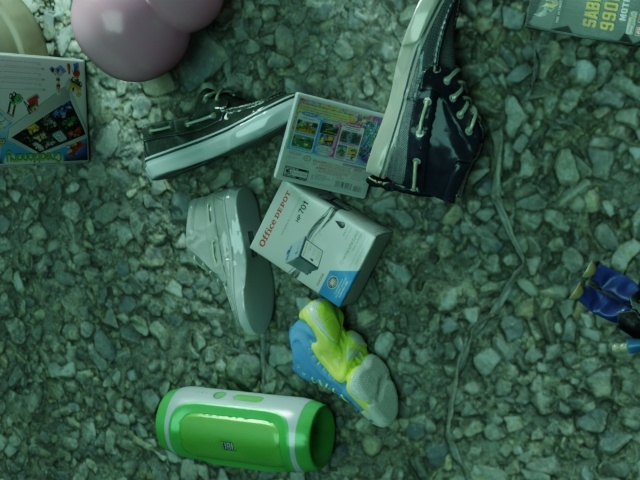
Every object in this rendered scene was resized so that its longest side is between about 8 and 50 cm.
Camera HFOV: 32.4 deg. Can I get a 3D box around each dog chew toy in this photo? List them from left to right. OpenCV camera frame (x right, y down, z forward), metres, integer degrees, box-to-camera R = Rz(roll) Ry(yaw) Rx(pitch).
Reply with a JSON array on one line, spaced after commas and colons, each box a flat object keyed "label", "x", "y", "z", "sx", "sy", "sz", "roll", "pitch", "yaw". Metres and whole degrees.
[{"label": "dog chew toy", "x": -0.257, "y": -0.418, "z": 1.835, "sx": 0.332, "sy": 0.206, "sz": 0.207, "roll": -39, "pitch": 79, "yaw": 16}]

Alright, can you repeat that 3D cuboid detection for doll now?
[{"label": "doll", "x": 0.466, "y": 0.110, "z": 1.628, "sx": 0.189, "sy": 0.046, "sz": 0.129, "roll": 31, "pitch": 98, "yaw": 13}]

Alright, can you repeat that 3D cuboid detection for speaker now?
[{"label": "speaker", "x": -0.131, "y": 0.322, "z": 1.887, "sx": 0.296, "sy": 0.131, "sz": 0.131, "roll": 2, "pitch": 96, "yaw": 25}]

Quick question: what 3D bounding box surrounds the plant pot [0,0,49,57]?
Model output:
[{"label": "plant pot", "x": -0.696, "y": -0.301, "z": 1.972, "sx": 0.323, "sy": 0.280, "sz": 0.323, "roll": 8, "pitch": 109, "yaw": 24}]

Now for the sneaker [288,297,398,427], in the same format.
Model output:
[{"label": "sneaker", "x": 0.031, "y": 0.216, "z": 1.835, "sx": 0.126, "sy": 0.091, "sz": 0.240, "roll": -38, "pitch": 79, "yaw": 42}]

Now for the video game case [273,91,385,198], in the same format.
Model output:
[{"label": "video game case", "x": 0.017, "y": -0.152, "z": 1.778, "sx": 0.157, "sy": 0.019, "sz": 0.143, "roll": 12, "pitch": 103, "yaw": -14}]

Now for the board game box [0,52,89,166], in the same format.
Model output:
[{"label": "board game box", "x": -0.520, "y": -0.225, "z": 1.912, "sx": 0.053, "sy": 0.305, "sz": 0.193, "roll": 1, "pitch": 95, "yaw": 27}]

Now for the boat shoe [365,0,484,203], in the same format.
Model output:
[{"label": "boat shoe", "x": 0.194, "y": -0.220, "z": 1.692, "sx": 0.158, "sy": 0.127, "sz": 0.341, "roll": 22, "pitch": 112, "yaw": 15}]

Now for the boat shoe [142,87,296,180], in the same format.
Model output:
[{"label": "boat shoe", "x": -0.178, "y": -0.200, "z": 1.856, "sx": 0.335, "sy": 0.121, "sz": 0.119, "roll": -18, "pitch": 92, "yaw": 28}]

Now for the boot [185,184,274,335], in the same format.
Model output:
[{"label": "boot", "x": -0.161, "y": 0.041, "z": 1.900, "sx": 0.123, "sy": 0.095, "sz": 0.258, "roll": -11, "pitch": 82, "yaw": 32}]

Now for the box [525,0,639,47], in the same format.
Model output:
[{"label": "box", "x": 0.412, "y": -0.407, "z": 1.594, "sx": 0.183, "sy": 0.056, "sz": 0.231, "roll": 15, "pitch": 101, "yaw": 22}]

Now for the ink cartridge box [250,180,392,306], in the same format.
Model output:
[{"label": "ink cartridge box", "x": 0.000, "y": 0.000, "z": 1.817, "sx": 0.190, "sy": 0.082, "sz": 0.140, "roll": 32, "pitch": 108, "yaw": 17}]
